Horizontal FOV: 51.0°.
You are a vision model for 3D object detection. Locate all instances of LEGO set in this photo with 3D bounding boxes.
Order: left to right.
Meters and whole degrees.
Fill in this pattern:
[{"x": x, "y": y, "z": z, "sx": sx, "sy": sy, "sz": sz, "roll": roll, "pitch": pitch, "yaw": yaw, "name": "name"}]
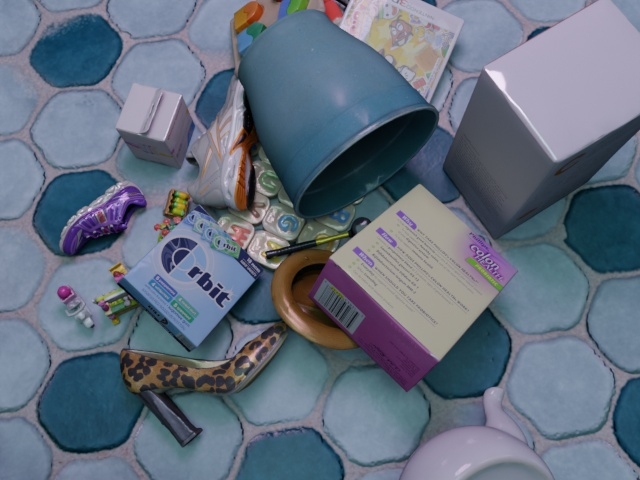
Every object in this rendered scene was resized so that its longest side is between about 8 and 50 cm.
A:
[{"x": -0.301, "y": 0.033, "z": 1.116, "sx": 0.132, "sy": 0.107, "sz": 0.287, "roll": 41, "pitch": 79, "yaw": 11, "name": "LEGO set"}]

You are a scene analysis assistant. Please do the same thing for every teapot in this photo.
[{"x": 0.201, "y": 0.378, "z": 0.976, "sx": 0.255, "sy": 0.187, "sz": 0.253, "roll": -10, "pitch": 101, "yaw": -19, "name": "teapot"}]

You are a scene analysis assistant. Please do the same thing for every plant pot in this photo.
[{"x": 0.006, "y": -0.216, "z": 1.084, "sx": 0.271, "sy": 0.272, "sz": 0.255, "roll": -33, "pitch": 76, "yaw": -8, "name": "plant pot"}]

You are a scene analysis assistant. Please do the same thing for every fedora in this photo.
[{"x": 0.007, "y": 0.106, "z": 1.092, "sx": 0.194, "sy": 0.079, "sz": 0.194, "roll": 10, "pitch": 53, "yaw": -14, "name": "fedora"}]

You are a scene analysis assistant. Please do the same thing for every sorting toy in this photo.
[{"x": -0.086, "y": -0.401, "z": 1.187, "sx": 0.193, "sy": 0.038, "sz": 0.208, "roll": -31, "pitch": 41, "yaw": 21, "name": "sorting toy"}]

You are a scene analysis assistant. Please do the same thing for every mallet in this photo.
[{"x": 0.000, "y": 0.000, "z": 1.127, "sx": 0.189, "sy": 0.062, "sz": 0.039, "roll": -14, "pitch": 80, "yaw": -8, "name": "mallet"}]

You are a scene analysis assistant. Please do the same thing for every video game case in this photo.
[{"x": 0.122, "y": -0.334, "z": 1.212, "sx": 0.206, "sy": 0.026, "sz": 0.227, "roll": 24, "pitch": 91, "yaw": -2, "name": "video game case"}]

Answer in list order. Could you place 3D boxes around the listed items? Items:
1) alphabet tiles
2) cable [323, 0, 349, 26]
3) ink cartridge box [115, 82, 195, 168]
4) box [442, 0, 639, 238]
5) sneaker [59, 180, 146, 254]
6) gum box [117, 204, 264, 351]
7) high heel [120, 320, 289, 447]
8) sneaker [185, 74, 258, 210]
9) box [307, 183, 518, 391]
[{"x": -0.069, "y": -0.094, "z": 1.194, "sx": 0.277, "sy": 0.021, "sz": 0.284, "roll": 27, "pitch": 76, "yaw": 8, "name": "alphabet tiles"}, {"x": -0.017, "y": -0.488, "z": 1.278, "sx": 0.139, "sy": 0.072, "sz": 0.287, "roll": -14, "pitch": 75, "yaw": 0, "name": "cable"}, {"x": -0.285, "y": -0.201, "z": 1.164, "sx": 0.089, "sy": 0.143, "sz": 0.092, "roll": 14, "pitch": 74, "yaw": 5, "name": "ink cartridge box"}, {"x": 0.346, "y": -0.167, "z": 1.040, "sx": 0.215, "sy": 0.345, "sz": 0.168, "roll": -31, "pitch": 76, "yaw": -8, "name": "box"}, {"x": -0.375, "y": -0.032, "z": 1.159, "sx": 0.170, "sy": 0.068, "sz": 0.071, "roll": -42, "pitch": 83, "yaw": -11, "name": "sneaker"}, {"x": -0.203, "y": 0.058, "z": 1.081, "sx": 0.157, "sy": 0.041, "sz": 0.184, "roll": 46, "pitch": 53, "yaw": -8, "name": "gum box"}, {"x": -0.190, "y": 0.176, "z": 1.080, "sx": 0.261, "sy": 0.093, "sz": 0.186, "roll": -44, "pitch": 81, "yaw": -4, "name": "high heel"}, {"x": -0.175, "y": -0.178, "z": 1.172, "sx": 0.121, "sy": 0.099, "sz": 0.263, "roll": -1, "pitch": 68, "yaw": 14, "name": "sneaker"}, {"x": 0.145, "y": 0.067, "z": 1.047, "sx": 0.213, "sy": 0.117, "sz": 0.243, "roll": 43, "pitch": 53, "yaw": 12, "name": "box"}]
